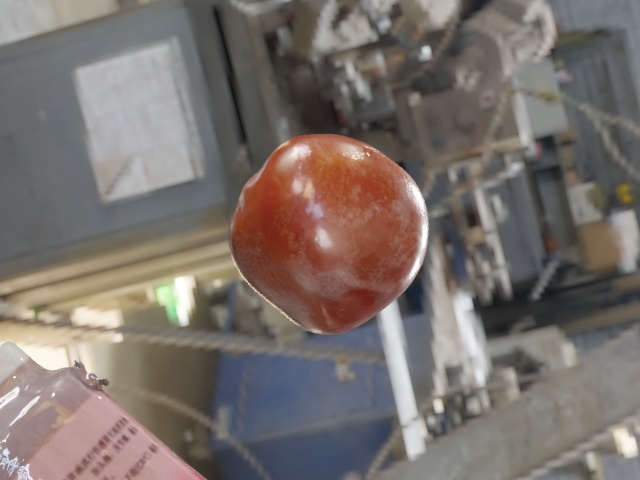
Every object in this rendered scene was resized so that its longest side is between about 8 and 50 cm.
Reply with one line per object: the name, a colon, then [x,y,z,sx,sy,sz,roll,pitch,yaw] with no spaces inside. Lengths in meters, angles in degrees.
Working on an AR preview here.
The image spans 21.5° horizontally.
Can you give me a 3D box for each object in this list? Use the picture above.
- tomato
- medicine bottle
tomato: [0.000,0.000,1.486,0.187,0.187,0.151,54,20,-60]
medicine bottle: [-0.145,0.141,0.870,0.247,0.147,0.147,40,15,0]
